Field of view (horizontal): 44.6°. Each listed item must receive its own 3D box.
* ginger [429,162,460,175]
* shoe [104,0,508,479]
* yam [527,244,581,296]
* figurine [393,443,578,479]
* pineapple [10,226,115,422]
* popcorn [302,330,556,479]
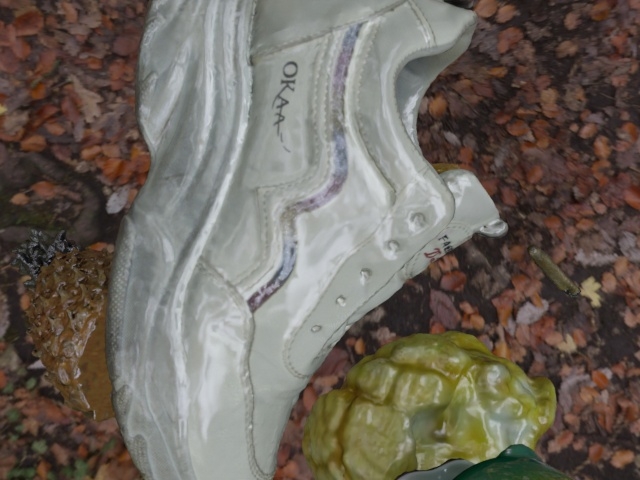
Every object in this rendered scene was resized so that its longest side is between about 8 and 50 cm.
[{"bbox_3d":[0.091,-0.099,1.067,0.065,0.299,0.118,29,102,-46],"label":"ginger"},{"bbox_3d":[0.000,0.000,0.452,0.211,0.132,0.342,4,88,12],"label":"shoe"},{"bbox_3d":[0.199,0.026,0.669,0.014,0.014,0.107,-41,139,13],"label":"yam"},{"bbox_3d":[0.214,0.322,0.764,0.324,0.340,0.231,21,75,-22],"label":"figurine"},{"bbox_3d":[-0.333,0.090,1.092,0.362,0.202,0.202,29,110,45],"label":"pineapple"},{"bbox_3d":[0.140,0.268,1.127,0.334,0.292,0.293,5,92,-20],"label":"popcorn"}]
